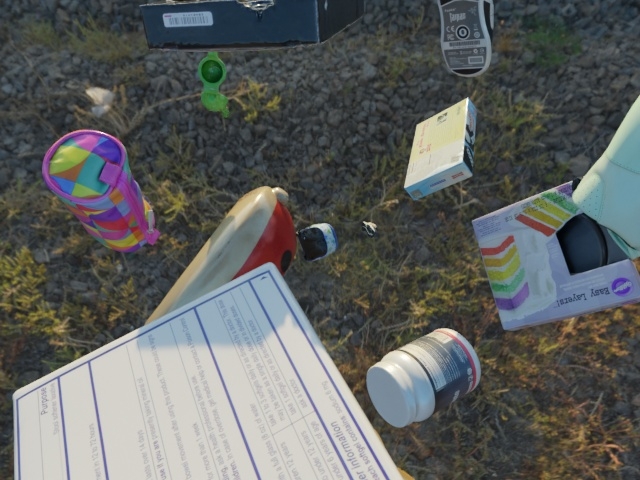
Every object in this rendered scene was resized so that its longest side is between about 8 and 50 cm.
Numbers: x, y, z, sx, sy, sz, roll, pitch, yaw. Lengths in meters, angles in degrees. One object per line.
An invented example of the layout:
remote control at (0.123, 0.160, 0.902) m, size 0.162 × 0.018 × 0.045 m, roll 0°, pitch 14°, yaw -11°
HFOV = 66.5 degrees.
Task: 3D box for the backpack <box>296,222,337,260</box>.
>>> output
backpack at (0.000, 0.000, 1.464) m, size 0.084 × 0.114 × 0.105 m, roll -19°, pitch 91°, yaw -40°

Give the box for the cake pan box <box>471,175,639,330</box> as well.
cake pan box at (0.459, 0.029, 0.959) m, size 0.266 × 0.070 × 0.246 m, roll -23°, pitch 69°, yaw 36°

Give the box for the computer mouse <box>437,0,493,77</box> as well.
computer mouse at (0.184, -0.307, 0.625) m, size 0.105 × 0.193 × 0.042 m, roll 12°, pitch 47°, yaw 34°

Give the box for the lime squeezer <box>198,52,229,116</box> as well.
lime squeezer at (-0.212, -0.343, 1.019) m, size 0.058 × 0.311 × 0.110 m, roll 21°, pitch 58°, yaw 8°

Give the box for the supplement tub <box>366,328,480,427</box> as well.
supplement tub at (0.282, 0.370, 1.333) m, size 0.272 × 0.191 × 0.191 m, roll -17°, pitch 60°, yaw -30°

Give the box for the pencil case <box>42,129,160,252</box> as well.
pencil case at (-0.287, -0.056, 0.667) m, size 0.104 × 0.236 × 0.105 m, roll 2°, pitch 74°, yaw -7°

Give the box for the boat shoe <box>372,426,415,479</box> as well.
boat shoe at (0.056, 0.336, 0.672) m, size 0.098 × 0.096 × 0.277 m, roll -4°, pitch 23°, yaw -31°

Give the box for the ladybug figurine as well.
ladybug figurine at (-0.195, 0.086, 1.009) m, size 0.161 × 0.305 × 0.449 m, roll 37°, pitch 106°, yaw -10°

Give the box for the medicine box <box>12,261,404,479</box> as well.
medicine box at (-0.102, 0.207, 0.451) m, size 0.289 × 0.149 × 0.264 m, roll -27°, pitch 47°, yaw -9°

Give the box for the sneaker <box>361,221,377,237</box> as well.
sneaker at (0.171, -0.038, 1.606) m, size 0.043 × 0.040 × 0.109 m, roll -1°, pitch 20°, yaw -14°

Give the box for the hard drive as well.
hard drive at (-0.074, -0.341, 0.730) m, size 0.236 × 0.064 × 0.339 m, roll 3°, pitch 31°, yaw 13°

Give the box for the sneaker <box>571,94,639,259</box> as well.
sneaker at (0.346, -0.044, 0.435) m, size 0.255 × 0.151 × 0.094 m, roll 15°, pitch 38°, yaw -16°

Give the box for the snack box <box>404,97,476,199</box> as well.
snack box at (0.357, -0.274, 1.438) m, size 0.187 × 0.060 × 0.322 m, roll -23°, pitch 35°, yaw 38°
